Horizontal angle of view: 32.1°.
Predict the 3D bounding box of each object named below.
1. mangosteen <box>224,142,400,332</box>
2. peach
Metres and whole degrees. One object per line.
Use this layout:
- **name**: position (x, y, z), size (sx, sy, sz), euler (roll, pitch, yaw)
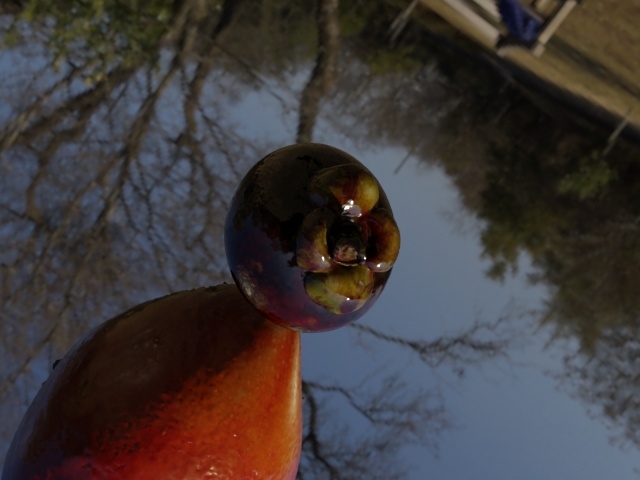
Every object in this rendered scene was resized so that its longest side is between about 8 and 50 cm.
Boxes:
- **mangosteen**: position (0.000, 0.000, 0.746), size (0.140, 0.140, 0.140), euler (35, -166, -10)
- **peach**: position (-0.137, 0.206, 0.979), size (0.257, 0.362, 0.201), euler (32, -152, -17)
